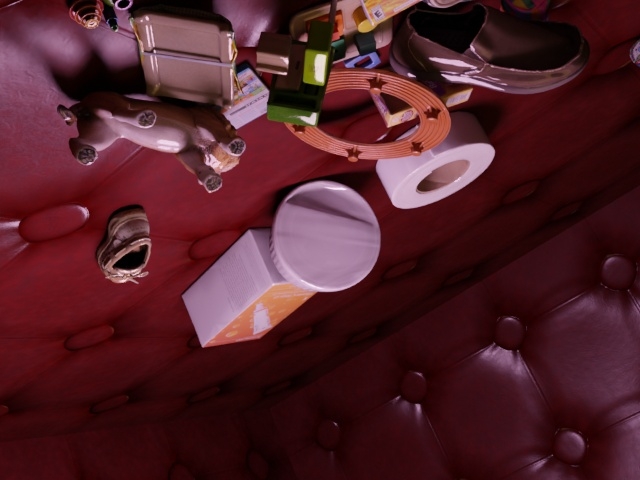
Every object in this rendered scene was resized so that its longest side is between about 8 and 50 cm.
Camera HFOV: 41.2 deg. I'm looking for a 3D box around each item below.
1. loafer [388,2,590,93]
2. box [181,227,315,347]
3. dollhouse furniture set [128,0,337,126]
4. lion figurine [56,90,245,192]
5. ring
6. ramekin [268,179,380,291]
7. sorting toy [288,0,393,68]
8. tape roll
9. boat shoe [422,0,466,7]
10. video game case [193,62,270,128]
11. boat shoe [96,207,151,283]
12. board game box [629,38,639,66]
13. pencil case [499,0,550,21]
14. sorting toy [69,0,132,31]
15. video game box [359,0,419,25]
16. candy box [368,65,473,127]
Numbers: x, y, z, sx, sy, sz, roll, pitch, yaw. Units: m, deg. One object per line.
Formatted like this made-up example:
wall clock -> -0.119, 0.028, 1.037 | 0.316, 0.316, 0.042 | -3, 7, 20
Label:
loafer -> 0.308, -0.354, 1.545 | 0.366, 0.134, 0.130 | 0, 155, 4
box -> -0.175, 0.125, 2.271 | 0.215, 0.168, 0.345 | -3, 151, -45
dollhouse furniture set -> -0.130, -0.319, 1.359 | 0.301, 0.151, 0.197 | 9, 150, 1
lion figurine -> -0.280, -0.185, 1.417 | 0.392, 0.240, 0.142 | 21, 104, -38
ring -> 0.084, -0.231, 1.656 | 0.337, 0.032, 0.336 | 6, 159, 2
ramekin -> 0.000, 0.000, 2.052 | 0.273, 0.273, 0.127 | -16, 170, -22
sorting toy -> 0.045, -0.362, 1.500 | 0.196, 0.047, 0.347 | -23, 159, -4
tape roll -> 0.283, -0.196, 2.104 | 0.286, 0.100, 0.286 | -21, 160, -8
boat shoe -> 0.265, -0.463, 1.516 | 0.206, 0.075, 0.065 | -23, -157, -21
video game case -> -0.155, -0.259, 1.572 | 0.119, 0.015, 0.166 | -27, 160, 9
boat shoe -> -0.428, 0.034, 1.874 | 0.104, 0.089, 0.285 | -16, 158, -23
board game box -> 0.838, -0.499, 2.047 | 0.194, 0.060, 0.194 | -37, 155, 30
pencil case -> 0.403, -0.430, 1.669 | 0.104, 0.104, 0.236 | -26, 159, 4
sorting toy -> -0.301, -0.325, 1.204 | 0.102, 0.042, 0.061 | -24, 160, -4
video game box -> 0.130, -0.450, 1.277 | 0.205, 0.048, 0.187 | -28, 130, 6
candy box -> 0.198, -0.309, 1.715 | 0.187, 0.109, 0.053 | -21, 160, -12
